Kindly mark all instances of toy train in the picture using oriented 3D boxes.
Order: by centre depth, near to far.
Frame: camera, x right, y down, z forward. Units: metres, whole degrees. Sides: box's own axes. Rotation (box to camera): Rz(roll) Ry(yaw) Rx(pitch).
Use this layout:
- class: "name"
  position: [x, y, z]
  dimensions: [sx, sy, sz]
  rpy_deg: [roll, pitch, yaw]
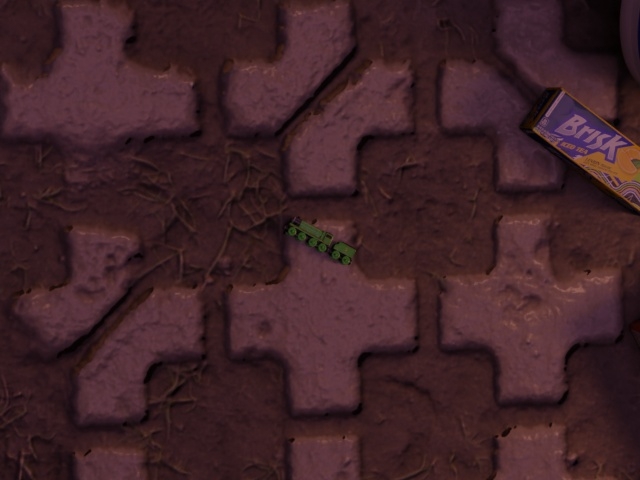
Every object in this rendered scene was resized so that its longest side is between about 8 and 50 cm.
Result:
- class: "toy train"
  position: [0.000, 0.000, 1.712]
  dimensions: [0.083, 0.017, 0.024]
  rpy_deg: [29, 81, -10]

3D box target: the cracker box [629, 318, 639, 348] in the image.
- class: "cracker box"
  position: [0.468, 0.161, 1.774]
  dimensions: [0.155, 0.067, 0.232]
  rpy_deg: [-29, 100, -4]

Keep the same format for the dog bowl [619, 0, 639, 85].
- class: "dog bowl"
  position: [0.437, -0.252, 1.641]
  dimensions: [0.265, 0.104, 0.265]
  rpy_deg: [-20, 127, -30]

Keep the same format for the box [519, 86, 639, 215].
- class: "box"
  position: [0.302, -0.095, 1.729]
  dimensions: [0.169, 0.054, 0.059]
  rpy_deg: [35, 89, -10]
